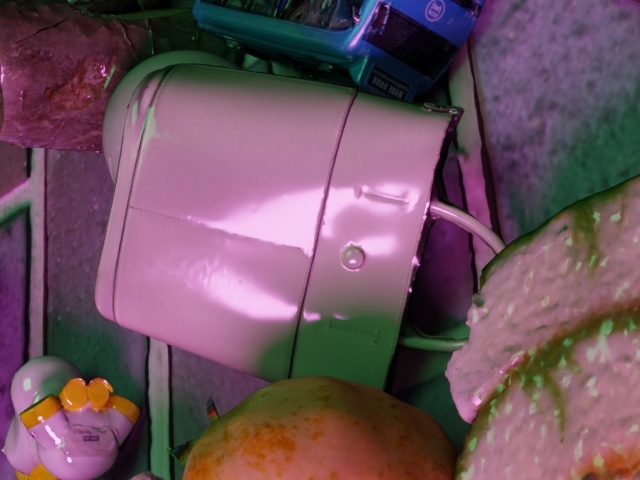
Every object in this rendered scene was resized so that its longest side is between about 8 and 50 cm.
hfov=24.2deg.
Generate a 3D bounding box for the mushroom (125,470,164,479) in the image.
[{"bbox_3d":[-0.077,0.313,1.069,0.154,0.137,0.407,-51,45,-1],"label":"mushroom"}]

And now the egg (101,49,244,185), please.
[{"bbox_3d":[-0.098,-0.070,1.247,0.151,0.151,0.209,-51,51,17],"label":"egg"}]

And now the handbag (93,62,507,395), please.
[{"bbox_3d":[0.000,0.000,1.103,0.315,0.109,0.241,14,102,8],"label":"handbag"}]

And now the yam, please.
[{"bbox_3d":[-0.208,-0.151,1.358,0.154,0.254,0.154,9,102,52],"label":"yam"}]

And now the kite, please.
[{"bbox_3d":[-0.084,0.170,1.234,0.122,0.004,0.090,-35,50,30],"label":"kite"}]

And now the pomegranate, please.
[{"bbox_3d":[0.002,0.191,0.986,0.207,0.207,0.207,-21,58,39],"label":"pomegranate"}]

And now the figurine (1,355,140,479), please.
[{"bbox_3d":[-0.241,0.173,1.339,0.178,0.109,0.129,14,105,51],"label":"figurine"}]

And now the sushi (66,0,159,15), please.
[{"bbox_3d":[-0.240,-0.259,1.493,0.291,0.139,0.131,-9,74,42],"label":"sushi"}]

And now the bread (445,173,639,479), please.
[{"bbox_3d":[0.206,0.139,0.857,0.382,0.129,0.366,40,103,48],"label":"bread"}]

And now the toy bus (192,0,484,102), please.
[{"bbox_3d":[0.010,-0.197,1.221,0.246,0.113,0.134,23,89,48],"label":"toy bus"}]
